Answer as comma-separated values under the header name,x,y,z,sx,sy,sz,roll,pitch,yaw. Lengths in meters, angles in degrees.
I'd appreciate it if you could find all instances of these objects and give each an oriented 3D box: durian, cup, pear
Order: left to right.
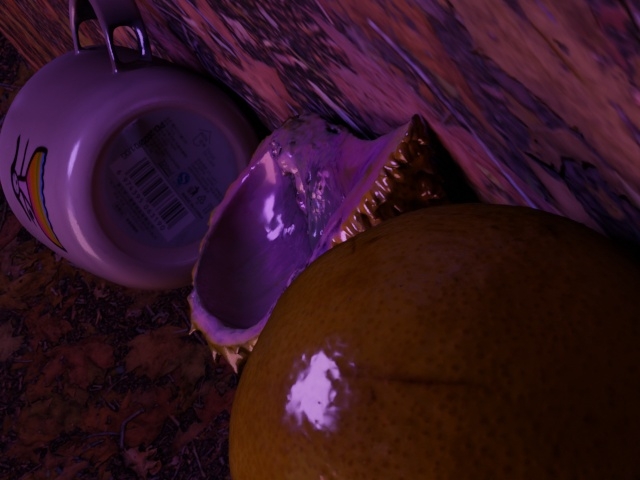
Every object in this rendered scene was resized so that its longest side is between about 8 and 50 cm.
name,x,y,z,sx,sy,sz,roll,pitch,yaw
cup,-0.156,-0.089,1.274,0.200,0.191,0.253,-156,57,-66
durian,0.002,0.015,0.928,0.154,0.186,0.260,55,-175,-15
pear,0.072,0.087,0.653,0.209,0.209,0.209,46,173,7
